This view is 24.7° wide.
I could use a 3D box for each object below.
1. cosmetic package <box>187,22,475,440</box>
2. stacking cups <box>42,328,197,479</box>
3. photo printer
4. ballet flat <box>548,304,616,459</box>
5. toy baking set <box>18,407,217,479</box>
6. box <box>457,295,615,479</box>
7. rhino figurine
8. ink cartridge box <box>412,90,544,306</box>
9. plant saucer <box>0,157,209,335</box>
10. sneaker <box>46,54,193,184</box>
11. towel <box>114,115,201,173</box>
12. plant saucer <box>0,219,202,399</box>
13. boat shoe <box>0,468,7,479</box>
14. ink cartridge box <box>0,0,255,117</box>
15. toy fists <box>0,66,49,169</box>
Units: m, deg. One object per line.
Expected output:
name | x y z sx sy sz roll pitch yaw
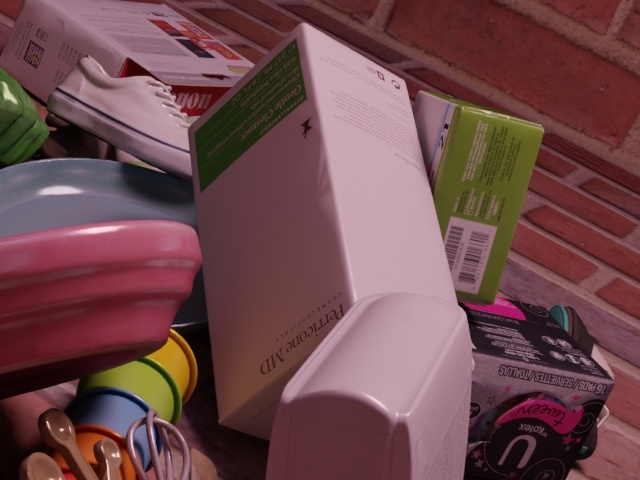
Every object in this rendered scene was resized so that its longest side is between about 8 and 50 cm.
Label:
cosmetic package | 0.000 0.000 1.396 0.155 0.197 0.365 26 38 -35
stacking cups | -0.165 0.159 1.134 0.096 0.096 0.316 23 17 -3
photo printer | 0.041 0.182 1.092 0.107 0.256 0.307 7 15 13
ballet flat | 0.290 0.173 1.710 0.096 0.095 0.280 34 28 -3
toy baking set | -0.116 0.205 1.027 0.256 0.030 0.196 17 47 -60
box | 0.142 0.144 1.499 0.247 0.142 0.163 12 22 -27
rhino figurine | -0.295 -0.111 1.773 0.106 0.073 0.243 27 16 12
ink cartridge box | 0.117 -0.058 1.535 0.097 0.188 0.255 12 9 -20
plant saucer | -0.212 0.011 1.488 0.318 0.043 0.317 11 29 -6
sneaker | -0.193 -0.136 1.649 0.258 0.091 0.094 27 -1 19
towel | -0.098 -0.045 1.671 0.248 0.038 0.325 -6 41 -11
plant saucer | -0.243 0.069 1.068 0.332 0.332 0.084 -5 79 -57
boat shoe | -0.325 0.157 0.879 0.132 0.130 0.355 36 21 31
ink cartridge box | -0.247 -0.231 2.081 0.272 0.130 0.309 35 21 25
toy fists | -0.363 -0.138 1.533 0.142 0.096 0.279 36 -8 -2
